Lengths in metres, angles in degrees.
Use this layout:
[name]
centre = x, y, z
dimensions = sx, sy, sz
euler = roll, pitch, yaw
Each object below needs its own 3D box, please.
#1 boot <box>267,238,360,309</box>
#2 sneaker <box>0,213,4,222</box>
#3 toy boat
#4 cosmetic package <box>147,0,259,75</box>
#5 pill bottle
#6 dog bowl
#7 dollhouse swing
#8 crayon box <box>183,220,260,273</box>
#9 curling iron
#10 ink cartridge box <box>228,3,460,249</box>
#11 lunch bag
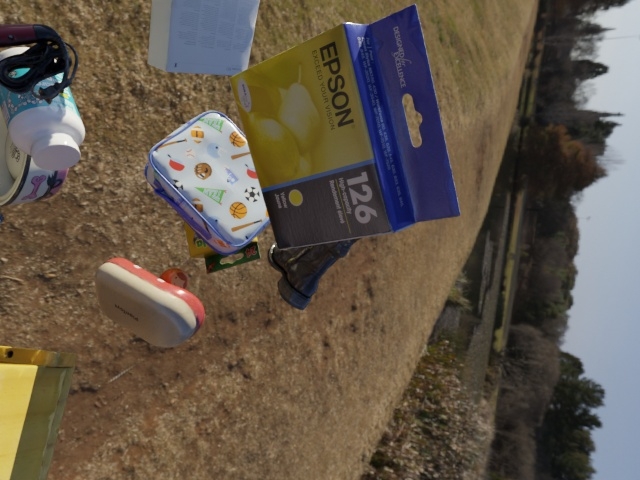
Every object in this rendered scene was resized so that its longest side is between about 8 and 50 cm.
[boot]
centre = 0.000, 0.000, 0.857
dimensions = 0.091, 0.263, 0.229
euler = 32, 103, -26
[sneaker]
centre = -0.833, -0.057, 0.937
dimensions = 0.069, 0.209, 0.082
euler = 118, -16, -52
[toy boat]
centre = -0.335, 0.111, 0.867
dimensions = 0.151, 0.231, 0.151
euler = -47, 158, -50
[cosmetic package]
centre = -0.370, -0.697, 1.364
dimensions = 0.377, 0.097, 0.284
euler = -28, 140, -55
[pill bottle]
centre = -0.633, -0.292, 0.950
dimensions = 0.264, 0.146, 0.146
euler = 62, 22, 15
[dog bowl]
centre = -1.003, -0.312, 1.415
dimensions = 0.150, 0.408, 0.407
euler = 1, 95, -58
[dollhouse swing]
centre = -0.643, 0.358, 0.726
dimensions = 0.305, 0.315, 0.346
euler = 61, 32, -70
[crayon box]
centre = -0.313, -0.074, 1.278
dimensions = 0.081, 0.202, 0.318
euler = 15, 59, -70
[curling iron]
centre = -0.350, -0.145, 0.340
dimensions = 0.274, 0.035, 0.068
euler = -13, 101, -30
[ink cartridge box]
centre = 0.025, -0.150, 0.645
dimensions = 0.072, 0.307, 0.303
euler = -25, 102, -54
[lunch bag]
centre = -0.239, -0.129, 0.955
dimensions = 0.303, 0.115, 0.243
euler = 47, 62, -10
